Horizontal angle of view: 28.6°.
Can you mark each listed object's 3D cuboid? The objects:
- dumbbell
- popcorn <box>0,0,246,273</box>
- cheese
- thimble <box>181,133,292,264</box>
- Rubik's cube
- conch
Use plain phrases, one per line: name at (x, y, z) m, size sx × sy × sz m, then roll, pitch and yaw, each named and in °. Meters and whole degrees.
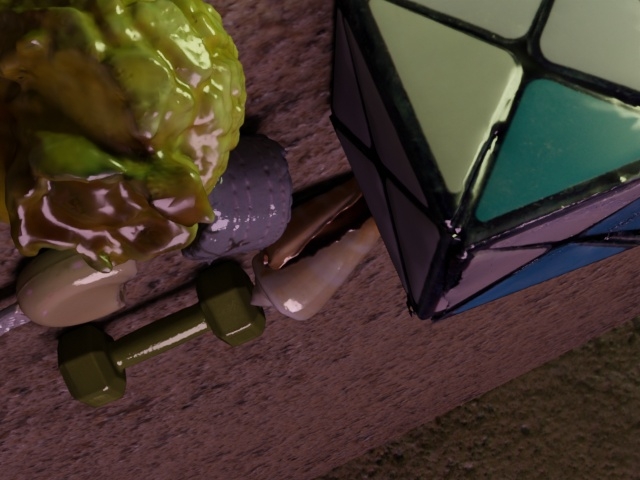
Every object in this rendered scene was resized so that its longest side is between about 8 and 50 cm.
dumbbell at (-0.229, 0.137, 1.816) m, size 0.302 × 0.108 × 0.121 m, roll -24°, pitch 160°, yaw 3°
popcorn at (-0.187, -0.107, 1.078) m, size 0.224 × 0.270 × 0.258 m, roll -3°, pitch 108°, yaw -50°
cheese at (-0.344, 0.065, 1.571) m, size 0.249 × 0.071 × 0.163 m, roll -19°, pitch 160°, yaw -6°
thimble at (-0.104, -0.050, 1.448) m, size 0.118 × 0.127 × 0.151 m, roll -10°, pitch 162°, yaw -27°
Rubik's cube at (0.200, -0.125, 1.316) m, size 0.305 × 0.310 × 0.307 m, roll -19°, pitch 162°, yaw -8°
conch at (-0.007, -0.004, 1.727) m, size 0.255 × 0.127 × 0.158 m, roll -43°, pitch 130°, yaw -5°
